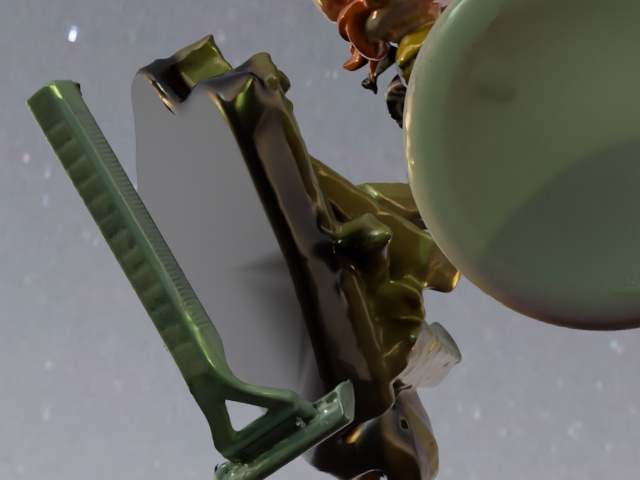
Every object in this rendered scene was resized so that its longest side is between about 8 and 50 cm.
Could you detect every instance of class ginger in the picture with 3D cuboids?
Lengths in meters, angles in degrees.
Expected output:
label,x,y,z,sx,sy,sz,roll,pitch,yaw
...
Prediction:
label,x,y,z,sx,sy,sz,roll,pitch,yaw
ginger,0.000,0.000,1.555,0.211,0.358,0.413,-26,-61,-24

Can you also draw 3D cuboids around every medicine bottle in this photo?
label,x,y,z,sx,sy,sz,roll,pitch,yaw
medicine bottle,0.148,-0.068,1.028,0.202,0.316,0.202,0,-84,4

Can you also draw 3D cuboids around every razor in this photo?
label,x,y,z,sx,sy,sz,roll,pitch,yaw
razor,-0.098,0.022,1.111,0.111,0.056,0.278,-36,-94,28

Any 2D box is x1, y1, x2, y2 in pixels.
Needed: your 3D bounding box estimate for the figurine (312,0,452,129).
label,x,y,z,sx,sy,sz,roll,pitch,yaw
figurine,0.053,-0.267,1.506,0.196,0.320,0.323,-29,-30,-5
